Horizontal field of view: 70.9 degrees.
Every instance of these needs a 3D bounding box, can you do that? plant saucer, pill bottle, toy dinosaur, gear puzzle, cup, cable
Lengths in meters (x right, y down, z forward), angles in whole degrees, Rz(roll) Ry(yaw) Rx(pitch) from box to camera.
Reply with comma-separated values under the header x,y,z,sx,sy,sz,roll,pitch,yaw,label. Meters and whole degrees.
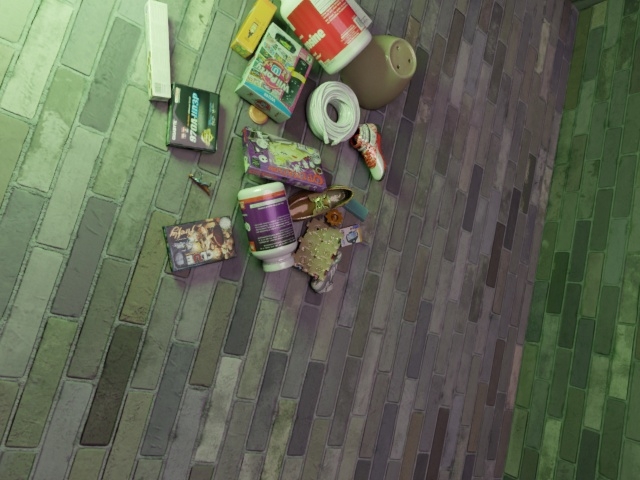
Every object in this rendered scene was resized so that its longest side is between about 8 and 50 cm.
x,y,z,sx,sy,sz,roll,pitch,yaw,label
-0.245,-0.506,1.785,0.083,0.013,0.083,1,89,-34,plant saucer
-0.006,-0.881,1.760,0.407,0.229,0.229,46,66,-18,pill bottle
-0.195,-0.052,1.718,0.181,0.181,0.323,-18,100,-33,pill bottle
-0.440,-0.212,1.638,0.082,0.047,0.090,7,97,-16,toy dinosaur
0.000,0.000,1.928,0.175,0.044,0.339,29,66,-8,gear puzzle
0.147,-0.160,2.052,0.192,0.018,0.067,33,71,-29,plant saucer
0.288,-0.777,2.017,0.331,0.237,0.331,0,91,-35,cup
0.058,-0.553,1.949,0.257,0.089,0.257,-30,106,-32,cable

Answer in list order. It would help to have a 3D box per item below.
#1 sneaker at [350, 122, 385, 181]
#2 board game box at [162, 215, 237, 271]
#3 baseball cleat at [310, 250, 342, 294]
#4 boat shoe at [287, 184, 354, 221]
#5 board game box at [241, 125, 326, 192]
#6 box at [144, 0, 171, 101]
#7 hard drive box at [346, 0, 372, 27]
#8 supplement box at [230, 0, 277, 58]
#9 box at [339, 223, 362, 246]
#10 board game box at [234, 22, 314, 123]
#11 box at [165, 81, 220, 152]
x,y,z,sx,sy,sz,roll,pitch,yaw,label
0.211,-0.402,2.054,0.145,0.090,0.270,-6,90,-33,sneaker
-0.435,0.008,1.637,0.243,0.042,0.165,-14,98,-34,board game box
0.036,0.143,1.956,0.206,0.072,0.109,-49,129,-19,baseball cleat
-0.001,-0.166,1.881,0.324,0.120,0.122,-24,103,-27,boat shoe
-0.142,-0.316,1.781,0.347,0.056,0.208,11,58,-34,board game box
-0.558,-0.644,1.540,0.067,0.063,0.324,-4,92,-36,box
0.081,-0.966,1.944,0.232,0.089,0.181,43,67,-18,hard drive box
-0.259,-0.826,1.739,0.078,0.080,0.233,33,70,-29,supplement box
0.124,-0.021,2.029,0.136,0.028,0.081,-16,99,-35,box
-0.175,-0.656,1.777,0.224,0.097,0.303,30,71,-30,board game box
-0.457,-0.435,1.617,0.175,0.051,0.220,6,87,-34,box
